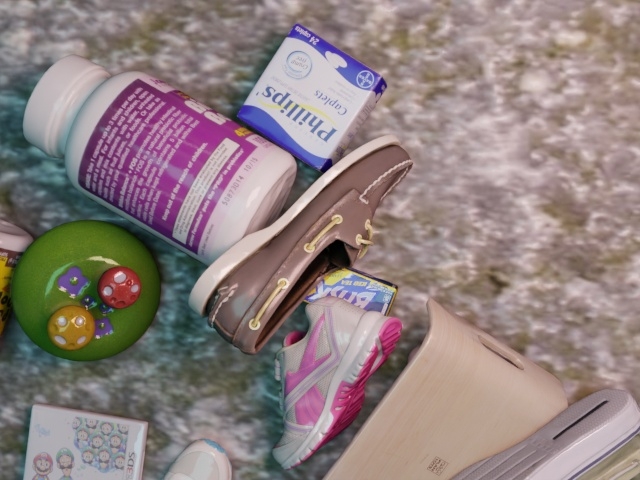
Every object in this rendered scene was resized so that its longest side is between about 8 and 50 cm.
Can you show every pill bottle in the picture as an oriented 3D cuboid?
[{"bbox_3d":[-0.194,-0.099,1.074,0.302,0.169,0.169,30,95,6],"label":"pill bottle"},{"bbox_3d":[-0.455,0.077,1.141,0.117,0.117,0.214,22,95,7],"label":"pill bottle"}]

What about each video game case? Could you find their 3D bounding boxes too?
[{"bbox_3d":[-0.311,0.296,1.175,0.157,0.019,0.143,8,92,8],"label":"video game case"}]

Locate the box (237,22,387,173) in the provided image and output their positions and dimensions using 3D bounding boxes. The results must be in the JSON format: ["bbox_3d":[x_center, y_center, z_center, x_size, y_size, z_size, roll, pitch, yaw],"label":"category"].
[{"bbox_3d":[-0.009,-0.171,1.094,0.126,0.072,0.137,34,96,7],"label":"box"}]

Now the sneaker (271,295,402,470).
[{"bbox_3d":[-0.003,0.165,1.076,0.111,0.103,0.252,36,115,19],"label":"sneaker"}]

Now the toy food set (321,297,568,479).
[{"bbox_3d":[0.124,0.244,1.062,0.220,0.092,0.306,33,98,-22],"label":"toy food set"}]

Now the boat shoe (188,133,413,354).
[{"bbox_3d":[0.000,0.000,1.029,0.097,0.116,0.324,43,65,16],"label":"boat shoe"}]

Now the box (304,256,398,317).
[{"bbox_3d":[0.008,0.053,1.106,0.169,0.054,0.059,21,94,6],"label":"box"}]

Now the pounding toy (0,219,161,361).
[{"bbox_3d":[-0.301,0.067,1.072,0.237,0.110,0.182,14,97,-23],"label":"pounding toy"}]

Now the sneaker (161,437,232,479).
[{"bbox_3d":[-0.188,0.355,1.122,0.087,0.092,0.228,31,94,8],"label":"sneaker"}]

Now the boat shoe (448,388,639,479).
[{"bbox_3d":[0.240,0.279,0.989,0.302,0.109,0.094,-30,100,-7],"label":"boat shoe"}]
